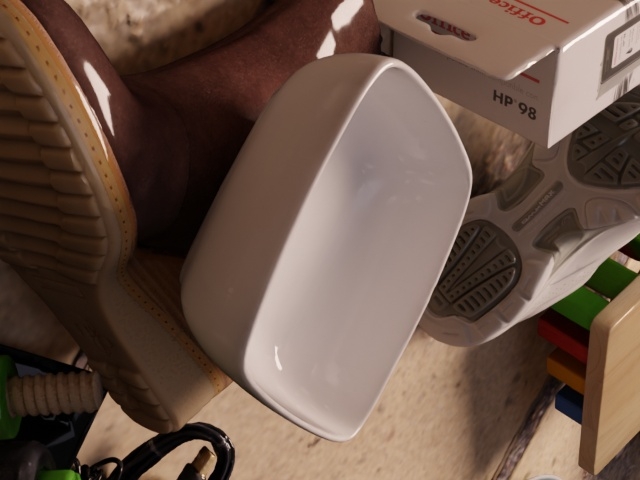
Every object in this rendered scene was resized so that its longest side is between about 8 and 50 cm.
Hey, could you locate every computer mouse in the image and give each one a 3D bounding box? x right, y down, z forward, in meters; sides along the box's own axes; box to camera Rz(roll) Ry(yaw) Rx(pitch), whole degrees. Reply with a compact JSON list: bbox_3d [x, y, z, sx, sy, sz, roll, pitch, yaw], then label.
[{"bbox_3d":[-0.110,0.197,0.708,0.041,0.071,0.242,-56,172,-85],"label":"computer mouse"}]

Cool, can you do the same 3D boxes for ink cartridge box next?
[{"bbox_3d":[0.108,-0.112,0.732,0.180,0.104,0.060,-34,139,-33],"label":"ink cartridge box"}]

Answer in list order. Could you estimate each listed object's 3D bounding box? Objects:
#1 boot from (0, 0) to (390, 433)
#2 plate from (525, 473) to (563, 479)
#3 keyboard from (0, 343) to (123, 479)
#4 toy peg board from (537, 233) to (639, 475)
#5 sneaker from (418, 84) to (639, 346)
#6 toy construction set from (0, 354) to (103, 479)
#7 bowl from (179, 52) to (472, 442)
[{"bbox_3d":[-0.051,-0.060,0.608,0.207,0.090,0.248,-55,147,-29],"label":"boot"},{"bbox_3d":[0.126,0.256,1.105,0.188,0.024,0.188,-32,137,-36],"label":"plate"},{"bbox_3d":[-0.161,0.136,0.645,0.100,0.038,0.192,24,96,-33],"label":"keyboard"},{"bbox_3d":[0.215,0.051,1.019,0.161,0.079,0.161,-38,144,-27],"label":"toy peg board"},{"bbox_3d":[0.155,-0.026,0.855,0.232,0.090,0.115,-36,165,14],"label":"sneaker"},{"bbox_3d":[-0.199,0.237,0.535,0.257,0.237,0.309,-88,174,-68],"label":"toy construction set"},{"bbox_3d":[0.000,0.000,0.584,0.142,0.053,0.142,-63,153,-10],"label":"bowl"}]
